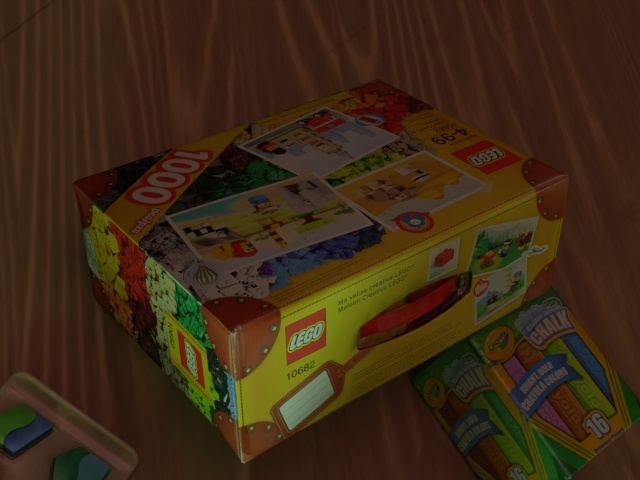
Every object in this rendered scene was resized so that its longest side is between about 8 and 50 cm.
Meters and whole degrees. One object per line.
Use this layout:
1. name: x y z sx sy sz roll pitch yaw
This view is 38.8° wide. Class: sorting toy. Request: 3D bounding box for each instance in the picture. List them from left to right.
1. sorting toy: -0.344 0.278 1.058 0.193 0.038 0.208 35 56 1

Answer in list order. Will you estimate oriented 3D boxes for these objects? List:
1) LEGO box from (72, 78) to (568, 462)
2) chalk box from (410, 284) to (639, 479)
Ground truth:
1. LEGO box: 0.000 0.000 1.165 0.500 0.193 0.372 -24 41 -31
2. chalk box: 0.264 0.189 1.262 0.179 0.180 0.289 -27 73 -31
